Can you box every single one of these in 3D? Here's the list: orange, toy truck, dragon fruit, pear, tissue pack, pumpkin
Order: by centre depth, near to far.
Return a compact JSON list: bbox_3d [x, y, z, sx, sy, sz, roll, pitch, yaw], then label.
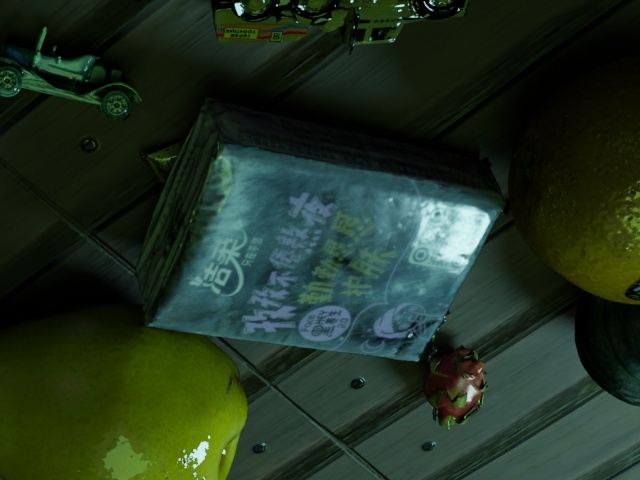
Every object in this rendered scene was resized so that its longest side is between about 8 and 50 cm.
[{"bbox_3d":[0.017,-0.252,1.231,0.257,0.127,0.127,-6,142,-7],"label":"toy truck"},{"bbox_3d":[-0.258,-0.173,1.273,0.154,0.080,0.078,11,97,-18],"label":"toy truck"},{"bbox_3d":[0.338,-0.064,1.336,0.274,0.274,0.274,-5,127,-7],"label":"orange"},{"bbox_3d":[0.000,0.000,1.390,0.361,0.122,0.259,10,123,-24],"label":"tissue pack"},{"bbox_3d":[-0.252,0.187,1.427,0.336,0.285,0.285,33,117,-4],"label":"pear"},{"bbox_3d":[0.428,0.096,1.506,0.250,0.250,0.216,7,84,-15],"label":"pumpkin"},{"bbox_3d":[0.172,0.191,1.613,0.081,0.086,0.116,-9,144,-20],"label":"dragon fruit"}]

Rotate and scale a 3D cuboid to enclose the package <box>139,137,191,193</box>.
[{"bbox_3d":[-0.125,-0.075,1.390,0.120,0.031,0.108,-20,128,6],"label":"package"}]
